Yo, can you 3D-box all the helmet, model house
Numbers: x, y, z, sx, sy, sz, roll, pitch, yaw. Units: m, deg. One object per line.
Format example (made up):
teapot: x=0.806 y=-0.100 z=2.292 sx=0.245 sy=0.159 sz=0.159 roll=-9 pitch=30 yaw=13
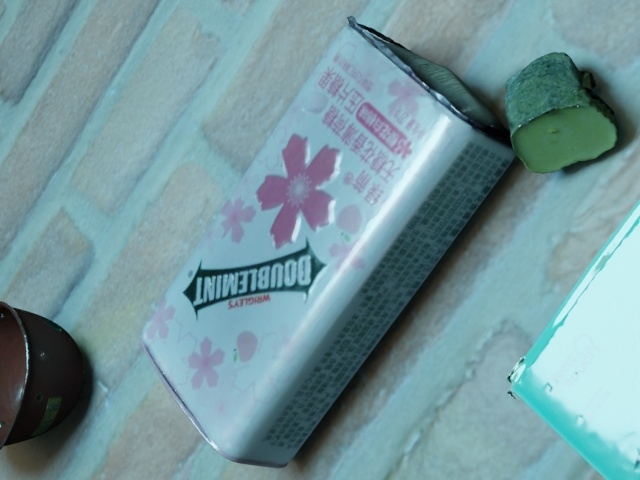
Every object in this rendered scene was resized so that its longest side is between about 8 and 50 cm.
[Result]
helmet: x=-0.314 y=0.154 z=1.294 sx=0.155 sy=0.106 sz=0.175 roll=45 pitch=113 yaw=42
model house: x=0.189 y=-0.106 z=0.960 sx=0.079 sy=0.066 sz=0.083 roll=-24 pitch=39 yaw=24

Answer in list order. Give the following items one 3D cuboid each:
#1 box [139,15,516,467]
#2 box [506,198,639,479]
box: x=0.000 y=0.000 z=1.057 sx=0.190 sy=0.112 sz=0.369 roll=46 pitch=109 yaw=38
box: x=0.297 y=0.113 z=0.757 sx=0.311 sy=0.118 sz=0.205 roll=44 pitch=105 yaw=39
